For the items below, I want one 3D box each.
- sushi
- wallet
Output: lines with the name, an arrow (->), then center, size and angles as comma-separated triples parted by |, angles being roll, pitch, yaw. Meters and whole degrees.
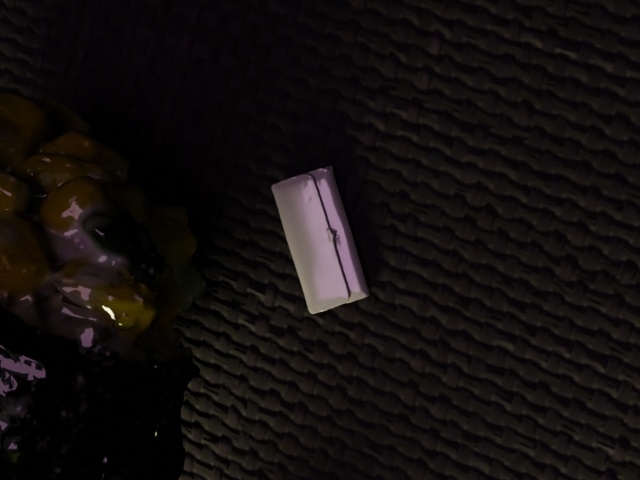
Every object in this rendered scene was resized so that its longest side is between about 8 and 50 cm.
sushi -> -0.234, 0.049, 1.184 | 0.328, 0.328, 0.285 | 33, 97, 20
wallet -> 0.000, 0.000, 1.227 | 0.061, 0.025, 0.122 | -18, 87, 19
